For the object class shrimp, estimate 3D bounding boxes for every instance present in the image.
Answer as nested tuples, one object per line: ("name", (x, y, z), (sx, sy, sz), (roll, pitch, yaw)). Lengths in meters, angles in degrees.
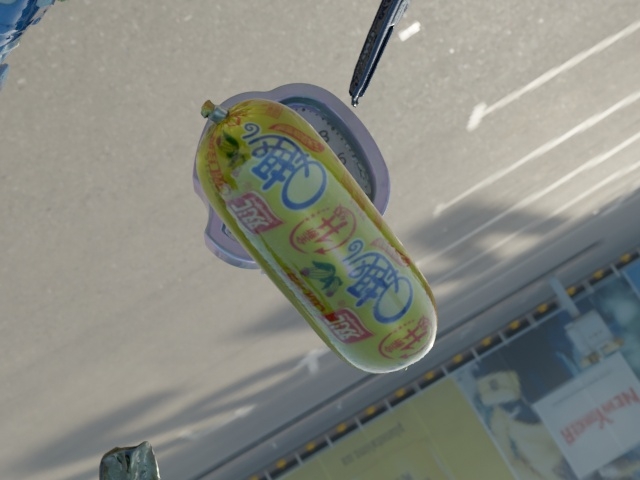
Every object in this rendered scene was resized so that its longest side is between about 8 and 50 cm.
("shrimp", (-0.141, 0.309, 0.822), (0.058, 0.253, 0.173), (-16, -160, -26))

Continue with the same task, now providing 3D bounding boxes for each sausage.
("sausage", (0.000, 0.000, 0.883), (0.123, 0.347, 0.123), (-32, -157, 15))

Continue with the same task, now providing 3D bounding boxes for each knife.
("knife", (0.048, -0.168, 0.763), (0.121, 0.018, 0.031), (-65, 166, 18))

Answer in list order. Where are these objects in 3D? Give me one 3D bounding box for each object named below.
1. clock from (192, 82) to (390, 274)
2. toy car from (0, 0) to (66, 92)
("clock", (-0.055, -0.096, 1.571), (0.339, 0.338, 0.102), (-28, 173, -13))
("toy car", (-0.239, -0.218, 0.621), (0.198, 0.166, 0.314), (-88, -157, -63))
